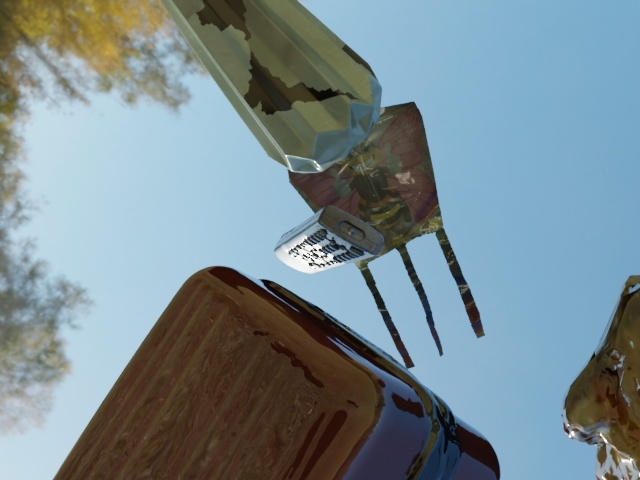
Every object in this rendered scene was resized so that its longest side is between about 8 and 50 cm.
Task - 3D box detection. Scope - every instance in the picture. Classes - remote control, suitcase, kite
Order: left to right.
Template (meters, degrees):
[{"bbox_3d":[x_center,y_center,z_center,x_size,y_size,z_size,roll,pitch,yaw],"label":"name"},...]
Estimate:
[{"bbox_3d":[-0.054,0.183,0.484,0.297,0.161,0.236,-57,-142,-3],"label":"suitcase"},{"bbox_3d":[-0.001,0.001,0.549,0.027,0.043,0.152,-56,-170,-13],"label":"remote control"},{"bbox_3d":[0.106,-0.008,1.085,0.204,0.360,0.022,-26,-177,0],"label":"kite"}]

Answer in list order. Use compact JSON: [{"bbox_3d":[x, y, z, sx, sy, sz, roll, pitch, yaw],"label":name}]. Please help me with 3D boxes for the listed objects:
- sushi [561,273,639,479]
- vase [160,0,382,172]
[{"bbox_3d":[0.403,0.075,0.640,0.417,0.417,0.175,-39,-131,11],"label":"sushi"},{"bbox_3d":[-0.086,-0.245,0.908,0.165,0.360,0.165,-37,-159,17],"label":"vase"}]
